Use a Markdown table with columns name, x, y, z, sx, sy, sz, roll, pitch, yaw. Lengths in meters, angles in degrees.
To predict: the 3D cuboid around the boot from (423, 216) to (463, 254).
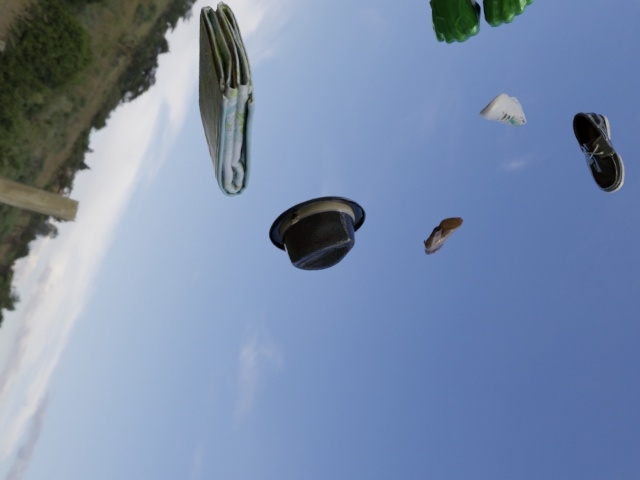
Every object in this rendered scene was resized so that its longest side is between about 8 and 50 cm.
| name | x | y | z | sx | sy | sz | roll | pitch | yaw |
| --- | --- | --- | --- | --- | --- | --- | --- | --- | --- |
| boot | 0.324 | -0.010 | 1.265 | 0.042 | 0.118 | 0.087 | 51 | -31 | 36 |

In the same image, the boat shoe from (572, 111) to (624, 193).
| name | x | y | z | sx | sy | sz | roll | pitch | yaw |
| --- | --- | --- | --- | --- | --- | --- | --- | --- | --- |
| boat shoe | 0.711 | -0.229 | 1.228 | 0.084 | 0.079 | 0.233 | -37 | -130 | 55 |

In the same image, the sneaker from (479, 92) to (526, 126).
| name | x | y | z | sx | sy | sz | roll | pitch | yaw |
| --- | --- | --- | --- | --- | --- | --- | --- | --- | --- |
| sneaker | 0.537 | -0.363 | 1.363 | 0.080 | 0.212 | 0.094 | -45 | -109 | 44 |

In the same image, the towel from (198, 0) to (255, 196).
| name | x | y | z | sx | sy | sz | roll | pitch | yaw |
| --- | --- | --- | --- | --- | --- | --- | --- | --- | --- |
| towel | -0.239 | -0.340 | 1.188 | 0.374 | 0.090 | 0.320 | 114 | -36 | -56 |

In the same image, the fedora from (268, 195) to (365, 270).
| name | x | y | z | sx | sy | sz | roll | pitch | yaw |
| --- | --- | --- | --- | --- | --- | --- | --- | --- | --- |
| fedora | 0.000 | 0.000 | 1.560 | 0.334 | 0.334 | 0.152 | -38 | -129 | 37 |

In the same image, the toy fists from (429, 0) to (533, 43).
| name | x | y | z | sx | sy | sz | roll | pitch | yaw |
| --- | --- | --- | --- | --- | --- | --- | --- | --- | --- |
| toy fists | 0.446 | -0.649 | 1.326 | 0.279 | 0.096 | 0.142 | -12 | -82 | 32 |
